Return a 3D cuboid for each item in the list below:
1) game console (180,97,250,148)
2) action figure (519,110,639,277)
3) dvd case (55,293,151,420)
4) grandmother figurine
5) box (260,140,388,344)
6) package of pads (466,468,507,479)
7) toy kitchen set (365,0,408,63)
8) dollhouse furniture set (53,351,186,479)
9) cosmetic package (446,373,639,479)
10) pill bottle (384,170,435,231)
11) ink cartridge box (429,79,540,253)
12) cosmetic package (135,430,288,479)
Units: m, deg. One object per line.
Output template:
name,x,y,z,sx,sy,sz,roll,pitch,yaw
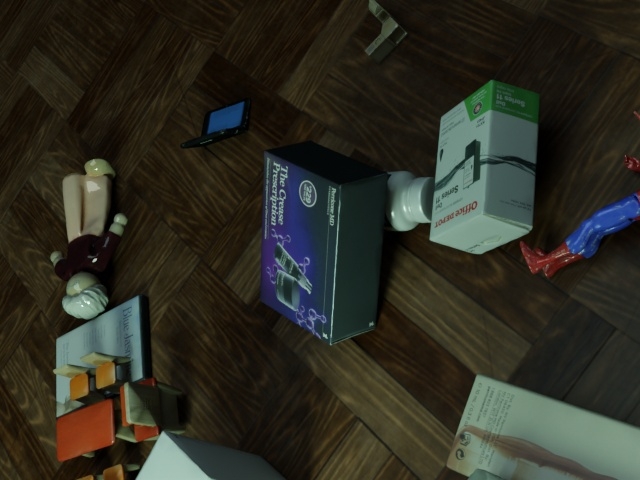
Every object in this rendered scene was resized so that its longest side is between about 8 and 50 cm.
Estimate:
game console,-0.204,-0.228,1.853,0.122,0.107,0.071,-14,91,35
action figure,0.390,-0.071,1.265,0.280,0.091,0.139,-28,70,27
dvd case,-0.426,0.231,1.858,0.253,0.022,0.180,-27,56,28
grandmother figurine,-0.482,0.009,1.957,0.208,0.104,0.342,-34,49,34
box,0.000,0.000,1.472,0.184,0.103,0.261,25,122,42
package of pads,0.295,0.398,1.047,0.297,0.229,0.101,16,51,43
toy kitchen set,0.092,-0.372,1.671,0.075,0.068,0.083,-45,48,15
dollhouse furniture set,-0.376,0.321,1.681,0.259,0.135,0.262,-24,63,30
cosmetic package,0.321,0.269,1.135,0.296,0.153,0.129,14,81,44
pill bottle,0.105,-0.061,1.501,0.169,0.094,0.094,-1,70,40
ink cartridge box,0.236,-0.101,1.378,0.153,0.087,0.208,146,134,-62
cosmetic package,-0.176,0.429,1.422,0.138,0.224,0.224,28,90,44
